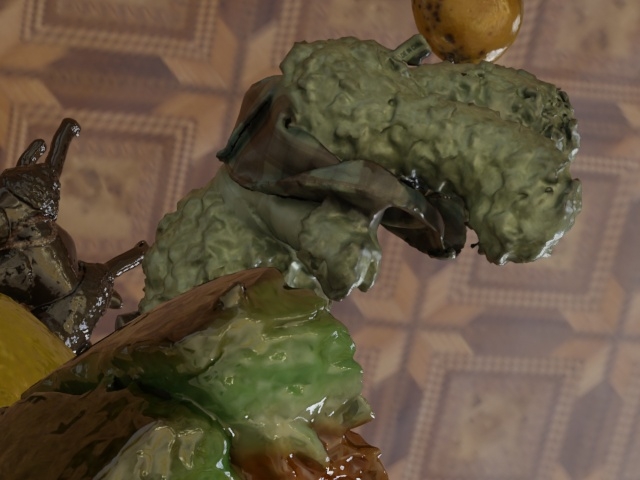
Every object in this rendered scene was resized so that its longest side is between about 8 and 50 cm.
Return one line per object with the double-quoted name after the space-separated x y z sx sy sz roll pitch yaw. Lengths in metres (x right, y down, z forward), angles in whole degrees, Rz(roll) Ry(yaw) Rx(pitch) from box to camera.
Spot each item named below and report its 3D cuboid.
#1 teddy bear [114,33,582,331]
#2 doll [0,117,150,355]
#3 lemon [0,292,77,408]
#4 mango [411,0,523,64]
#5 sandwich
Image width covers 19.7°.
-0.003 -0.020 0.740 0.213 0.133 0.111 -25 105 11 "teddy bear"
-0.176 0.017 1.153 0.057 0.165 0.139 -22 103 34 "doll"
-0.233 0.115 0.927 0.240 0.240 0.219 -41 96 5 "lemon"
0.101 -0.175 1.283 0.078 0.057 0.114 -2 85 -7 "mango"
-0.035 0.100 0.513 0.160 0.185 0.109 47 59 -8 "sandwich"
